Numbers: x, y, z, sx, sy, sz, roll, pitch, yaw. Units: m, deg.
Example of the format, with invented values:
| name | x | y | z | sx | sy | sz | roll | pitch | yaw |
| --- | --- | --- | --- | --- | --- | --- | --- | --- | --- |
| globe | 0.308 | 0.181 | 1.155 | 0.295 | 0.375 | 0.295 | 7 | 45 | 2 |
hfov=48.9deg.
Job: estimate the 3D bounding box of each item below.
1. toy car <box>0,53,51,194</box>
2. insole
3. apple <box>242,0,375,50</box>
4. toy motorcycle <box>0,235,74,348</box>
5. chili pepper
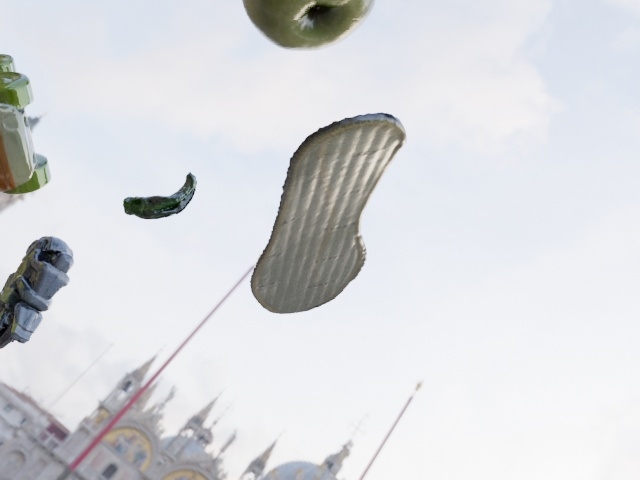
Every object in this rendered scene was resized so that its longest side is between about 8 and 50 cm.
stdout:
| name | x | y | z | sx | sy | sz | roll | pitch | yaw |
| --- | --- | --- | --- | --- | --- | --- | --- | --- | --- |
| toy car | -0.484 | -0.142 | 0.908 | 0.235 | 0.235 | 0.145 | 18 | -55 | 30 |
| insole | 0.000 | 0.000 | 0.612 | 0.348 | 0.119 | 0.009 | 109 | -36 | -61 |
| apple | -0.031 | -0.502 | 1.347 | 0.279 | 0.279 | 0.279 | 26 | -36 | 21 |
| toy motorcycle | -0.386 | 0.059 | 0.957 | 0.124 | 0.193 | 0.061 | -23 | -49 | 29 |
| chili pepper | -0.234 | -0.060 | 1.046 | 0.055 | 0.118 | 0.035 | 62 | -9 | 16 |
